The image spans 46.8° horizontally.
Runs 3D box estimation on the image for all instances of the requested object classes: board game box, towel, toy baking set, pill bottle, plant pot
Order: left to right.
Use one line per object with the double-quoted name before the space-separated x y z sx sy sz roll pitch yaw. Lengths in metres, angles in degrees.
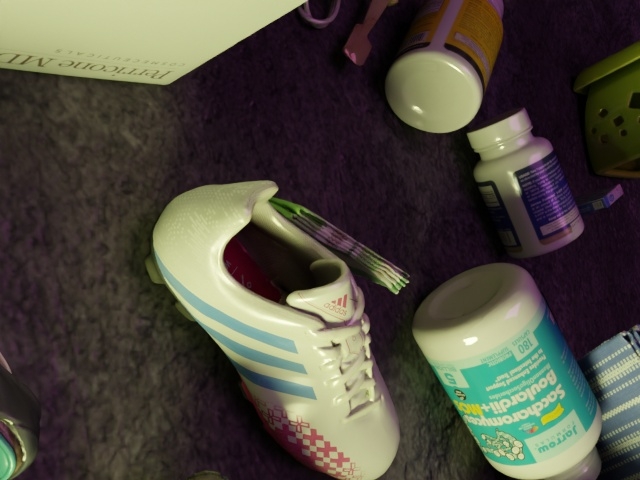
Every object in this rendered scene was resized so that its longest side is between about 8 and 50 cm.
"towel" 0.000 0.000 0.691 0.152 0.113 0.023 32 82 -36
"toy baking set" 0.017 -0.331 0.879 0.197 0.030 0.256 -31 97 -44
"pill bottle" 0.166 -0.244 0.941 0.119 0.119 0.208 48 47 -26
"pill bottle" 0.225 0.167 0.843 0.264 0.146 0.146 58 43 -16
"pill bottle" 0.274 -0.080 1.010 0.112 0.112 0.186 -36 105 -48
"board game box" 0.430 -0.059 1.192 0.090 0.090 0.020 -29 97 -48
"plant pot" 0.619 -0.252 1.375 0.227 0.228 0.207 -3 72 -48
"towel" 0.391 0.283 0.838 0.040 0.243 0.335 -19 65 -23

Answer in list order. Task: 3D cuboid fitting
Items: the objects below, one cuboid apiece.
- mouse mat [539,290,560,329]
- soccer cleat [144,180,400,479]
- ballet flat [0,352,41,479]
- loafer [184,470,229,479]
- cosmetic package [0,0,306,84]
"mouse mat" 0.314 0.178 1.047 0.190 0.007 0.152 -41 108 -46
"soccer cleat" -0.007 0.089 0.617 0.331 0.143 0.116 52 45 -23
"ballet flat" -0.241 0.058 0.435 0.203 0.074 0.074 51 45 -15
"loafer" -0.044 0.280 0.568 0.084 0.096 0.267 -57 128 -64
"cosmetic package" -0.061 -0.253 0.437 0.230 0.453 0.161 -8 83 -49
